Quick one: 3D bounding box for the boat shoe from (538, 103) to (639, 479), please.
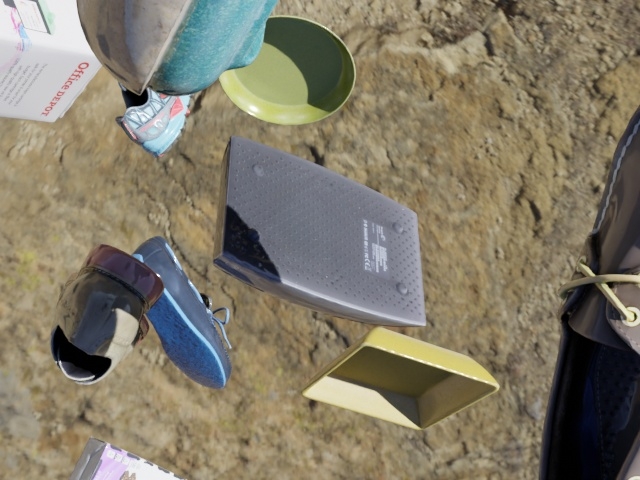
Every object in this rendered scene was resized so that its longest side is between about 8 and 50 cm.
[{"bbox_3d":[0.205,0.061,0.524,0.097,0.116,0.324,-3,106,-25],"label":"boat shoe"}]

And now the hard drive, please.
[{"bbox_3d":[0.000,0.000,0.887,0.255,0.172,0.054,21,141,-28],"label":"hard drive"}]

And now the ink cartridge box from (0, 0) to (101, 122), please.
[{"bbox_3d":[-0.507,-0.293,1.254,0.278,0.117,0.201,0,154,-45],"label":"ink cartridge box"}]

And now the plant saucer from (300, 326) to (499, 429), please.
[{"bbox_3d":[0.168,0.300,1.801,0.333,0.081,0.333,19,145,-17],"label":"plant saucer"}]

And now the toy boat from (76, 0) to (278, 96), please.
[{"bbox_3d":[-0.021,-0.236,0.496,0.148,0.318,0.267,27,131,-14],"label":"toy boat"}]

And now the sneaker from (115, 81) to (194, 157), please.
[{"bbox_3d":[-0.286,-0.276,1.419,0.125,0.261,0.104,32,136,-33],"label":"sneaker"}]

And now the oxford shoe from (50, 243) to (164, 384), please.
[{"bbox_3d":[-0.329,0.129,1.144,0.140,0.146,0.397,30,154,-4],"label":"oxford shoe"}]

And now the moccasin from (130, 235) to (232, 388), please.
[{"bbox_3d":[-0.243,0.138,1.536,0.138,0.117,0.342,-1,130,25],"label":"moccasin"}]

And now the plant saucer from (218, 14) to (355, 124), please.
[{"bbox_3d":[-0.059,-0.301,1.419,0.241,0.037,0.241,2,142,2],"label":"plant saucer"}]

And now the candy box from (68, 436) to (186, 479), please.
[{"bbox_3d":[-0.364,0.473,1.478,0.196,0.070,0.164,39,65,-37],"label":"candy box"}]
